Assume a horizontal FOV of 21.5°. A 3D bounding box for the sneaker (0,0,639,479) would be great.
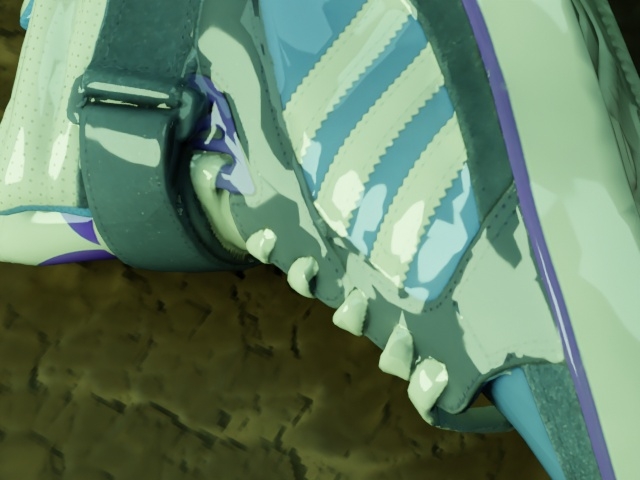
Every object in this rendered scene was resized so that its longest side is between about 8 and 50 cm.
[{"bbox_3d":[0.000,0.000,0.592,0.236,0.130,0.323,-24,72,20],"label":"sneaker"}]
